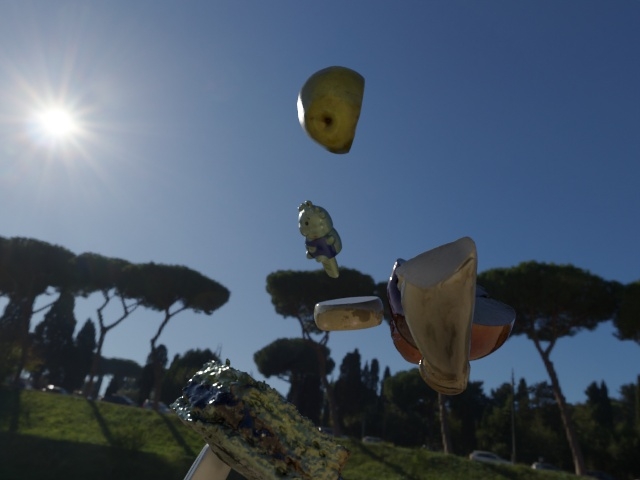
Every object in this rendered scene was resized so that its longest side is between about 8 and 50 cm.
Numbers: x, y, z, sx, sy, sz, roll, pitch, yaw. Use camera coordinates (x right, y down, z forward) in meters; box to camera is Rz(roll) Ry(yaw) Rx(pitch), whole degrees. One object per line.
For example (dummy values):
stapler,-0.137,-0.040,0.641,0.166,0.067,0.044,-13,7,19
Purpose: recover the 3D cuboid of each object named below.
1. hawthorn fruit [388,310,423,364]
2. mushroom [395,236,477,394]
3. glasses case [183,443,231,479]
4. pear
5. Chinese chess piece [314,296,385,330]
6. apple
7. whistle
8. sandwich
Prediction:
hawthorn fruit,0.312,0.296,1.728,0.207,0.207,0.243,33,0,-40
mushroom,0.260,0.176,1.129,0.154,0.137,0.407,-16,-55,-8
glasses case,-0.255,0.525,1.103,0.074,0.193,0.049,37,-21,-18
pear,0.013,-0.215,0.845,0.104,0.141,0.141,13,-27,0
Chinese chess piece,0.110,0.278,1.973,0.274,0.102,0.273,-6,-2,0
apple,0.370,0.188,1.475,0.365,0.328,0.295,12,-30,-31
whistle,0.000,0.000,1.370,0.110,0.092,0.244,16,-46,44
sandwich,-0.115,0.353,0.929,0.325,0.131,0.262,36,-27,11
